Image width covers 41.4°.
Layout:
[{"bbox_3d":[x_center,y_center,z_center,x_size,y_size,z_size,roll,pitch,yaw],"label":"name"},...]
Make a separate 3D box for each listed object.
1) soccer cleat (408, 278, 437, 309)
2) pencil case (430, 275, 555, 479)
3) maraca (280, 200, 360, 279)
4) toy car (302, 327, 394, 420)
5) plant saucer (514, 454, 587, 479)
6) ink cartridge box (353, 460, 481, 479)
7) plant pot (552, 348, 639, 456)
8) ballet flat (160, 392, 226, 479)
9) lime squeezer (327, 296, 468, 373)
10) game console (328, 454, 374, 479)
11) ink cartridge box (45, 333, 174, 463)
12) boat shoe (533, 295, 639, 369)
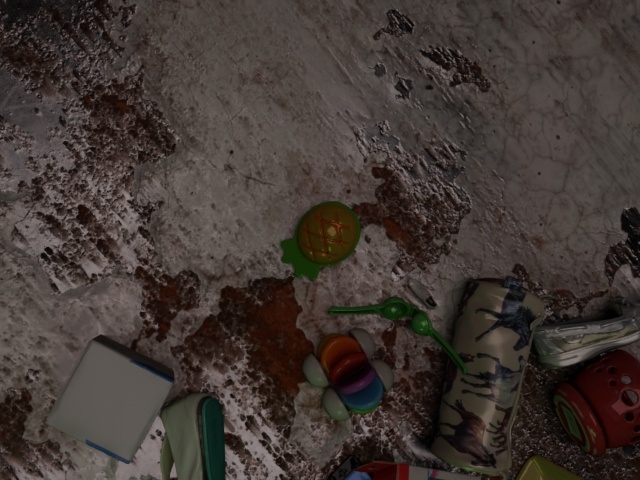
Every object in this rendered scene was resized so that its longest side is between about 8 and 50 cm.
[{"bbox_3d":[0.221,0.114,1.816,0.029,0.035,0.083,-39,92,-11],"label":"soccer cleat"},{"bbox_3d":[0.350,0.281,1.748,0.160,0.183,0.410,25,75,-51],"label":"pencil case"},{"bbox_3d":[0.000,0.000,1.763,0.185,0.099,0.127,-42,86,14],"label":"maraca"},{"bbox_3d":[0.063,0.272,1.721,0.159,0.136,0.182,-31,90,-12],"label":"toy car"},{"bbox_3d":[0.485,0.645,1.694,0.081,0.333,0.333,40,78,-35],"label":"plant saucer"},{"bbox_3d":[0.190,0.503,1.701,0.231,0.134,0.078,13,64,-14],"label":"ink cartridge box"},{"bbox_3d":[0.602,0.349,1.779,0.174,0.191,0.191,-26,89,-8],"label":"plant pot"},{"bbox_3d":[-0.243,0.503,1.661,0.139,0.139,0.400,-6,81,-10],"label":"ballet flat"},{"bbox_3d":[0.179,0.171,1.759,0.310,0.110,0.059,24,118,15],"label":"lime squeezer"},{"bbox_3d":[0.075,0.520,1.730,0.107,0.071,0.122,-43,93,-11],"label":"game console"},{"bbox_3d":[-0.387,0.291,1.593,0.171,0.232,0.168,28,82,-6],"label":"ink cartridge box"},{"bbox_3d":[0.611,0.181,1.838,0.320,0.118,0.103,-21,92,-4],"label":"boat shoe"}]
